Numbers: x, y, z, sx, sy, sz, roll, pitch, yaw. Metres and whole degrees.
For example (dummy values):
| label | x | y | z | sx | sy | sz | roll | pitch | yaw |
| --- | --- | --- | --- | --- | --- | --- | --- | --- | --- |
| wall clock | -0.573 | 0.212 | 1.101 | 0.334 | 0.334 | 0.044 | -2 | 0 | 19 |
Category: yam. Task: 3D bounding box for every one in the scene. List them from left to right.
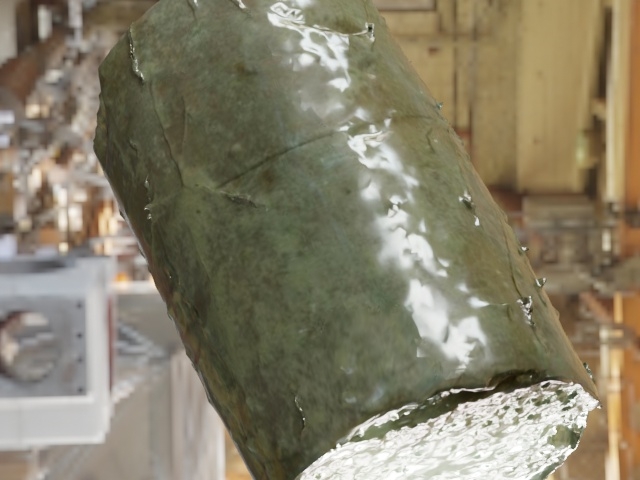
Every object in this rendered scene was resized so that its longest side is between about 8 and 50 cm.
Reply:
| label | x | y | z | sx | sy | sz | roll | pitch | yaw |
| --- | --- | --- | --- | --- | --- | --- | --- | --- | --- |
| yam | 0.000 | 0.000 | 0.724 | 0.268 | 0.161 | 0.161 | 61 | -15 | 23 |
